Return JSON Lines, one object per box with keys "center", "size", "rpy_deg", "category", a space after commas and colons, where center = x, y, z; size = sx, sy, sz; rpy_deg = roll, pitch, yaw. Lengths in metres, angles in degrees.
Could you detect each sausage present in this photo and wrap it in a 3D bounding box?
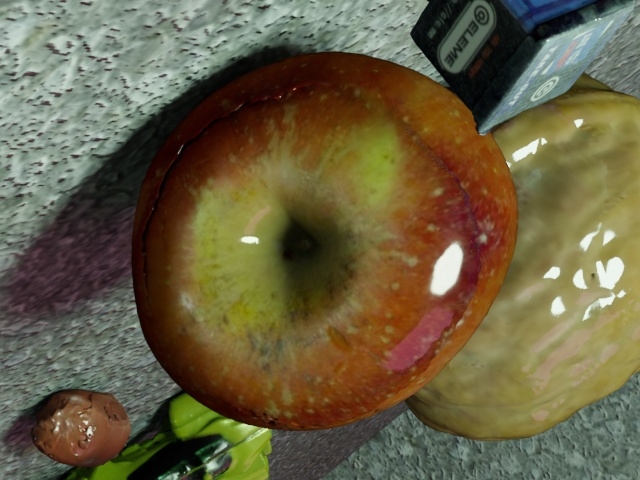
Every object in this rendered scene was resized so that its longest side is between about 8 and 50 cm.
{"center": [-0.224, 0.178, 1.541], "size": [0.076, 0.076, 0.141], "rpy_deg": [-36, 166, 1], "category": "sausage"}

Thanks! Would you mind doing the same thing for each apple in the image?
{"center": [0.000, 0.000, 1.136], "size": [0.272, 0.251, 0.206], "rpy_deg": [-60, 171, 10], "category": "apple"}

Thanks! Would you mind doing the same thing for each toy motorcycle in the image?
{"center": [-0.205, 0.283, 1.791], "size": [0.342, 0.142, 0.206], "rpy_deg": [-32, -157, -17], "category": "toy motorcycle"}
{"center": [0.177, -0.200, 0.977], "size": [0.358, 0.212, 0.125], "rpy_deg": [-26, 162, -36], "category": "toy motorcycle"}

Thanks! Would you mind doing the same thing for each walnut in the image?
{"center": [0.185, 0.002, 1.458], "size": [0.344, 0.306, 0.306], "rpy_deg": [-35, 166, 6], "category": "walnut"}
